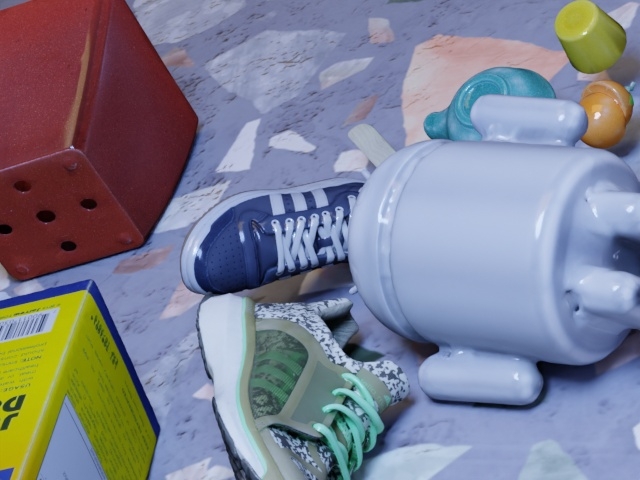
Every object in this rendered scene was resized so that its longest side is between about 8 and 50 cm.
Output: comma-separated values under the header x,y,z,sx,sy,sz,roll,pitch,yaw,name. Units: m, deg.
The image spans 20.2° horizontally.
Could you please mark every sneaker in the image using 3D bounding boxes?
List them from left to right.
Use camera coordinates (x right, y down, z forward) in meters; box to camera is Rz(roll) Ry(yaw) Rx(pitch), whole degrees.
x,y,z,sx,sy,sz,roll,pitch,yaw,name
-0.002,0.159,1.665,0.182,0.158,0.410,-17,35,-2,sneaker
0.000,0.000,1.856,0.282,0.099,0.153,-19,24,-41,sneaker

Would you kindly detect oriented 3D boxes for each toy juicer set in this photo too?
x,y,z,sx,sy,sz,roll,pitch,yaw,name
0.202,-0.105,1.966,0.329,0.089,0.209,-28,51,19,toy juicer set

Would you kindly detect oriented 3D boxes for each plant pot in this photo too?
x,y,z,sx,sy,sz,roll,pitch,yaw,name
-0.322,-0.113,2.172,0.267,0.267,0.236,-16,45,15,plant pot

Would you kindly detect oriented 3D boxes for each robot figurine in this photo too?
x,y,z,sx,sy,sz,roll,pitch,yaw,name
0.171,0.008,1.698,0.353,0.200,0.300,7,79,39,robot figurine

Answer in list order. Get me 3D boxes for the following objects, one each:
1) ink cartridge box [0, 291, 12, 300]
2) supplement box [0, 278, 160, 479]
x,y,z,sx,sy,sz,roll,pitch,yaw,name
-0.491,0.168,1.954,0.303,0.072,0.307,-29,-2,-24,ink cartridge box
-0.297,0.224,1.679,0.195,0.194,0.356,-13,28,13,supplement box
